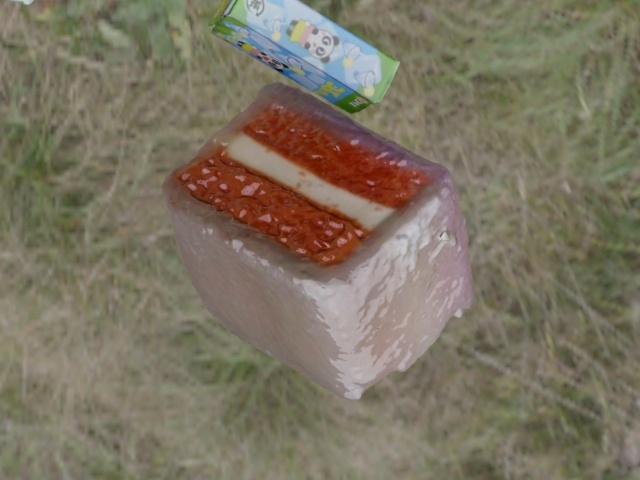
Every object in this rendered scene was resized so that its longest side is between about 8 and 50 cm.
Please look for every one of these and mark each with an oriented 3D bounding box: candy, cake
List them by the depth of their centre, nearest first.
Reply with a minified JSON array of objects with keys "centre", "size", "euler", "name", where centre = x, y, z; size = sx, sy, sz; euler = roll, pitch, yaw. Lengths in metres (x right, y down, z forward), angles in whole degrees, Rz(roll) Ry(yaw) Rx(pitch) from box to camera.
[{"centre":[-0.020,-0.212,1.812],"size":[0.194,0.097,0.062],"euler":[30,79,-12],"name":"candy"},{"centre":[0.000,0.000,1.886],"size":[0.237,0.309,0.230],"euler":[-45,142,-22],"name":"cake"}]

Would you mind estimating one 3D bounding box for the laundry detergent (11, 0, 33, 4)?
[{"centre":[-0.163,-0.282,0.942],"size":[0.094,0.143,0.290],"euler":[7,100,-26],"name":"laundry detergent"}]
